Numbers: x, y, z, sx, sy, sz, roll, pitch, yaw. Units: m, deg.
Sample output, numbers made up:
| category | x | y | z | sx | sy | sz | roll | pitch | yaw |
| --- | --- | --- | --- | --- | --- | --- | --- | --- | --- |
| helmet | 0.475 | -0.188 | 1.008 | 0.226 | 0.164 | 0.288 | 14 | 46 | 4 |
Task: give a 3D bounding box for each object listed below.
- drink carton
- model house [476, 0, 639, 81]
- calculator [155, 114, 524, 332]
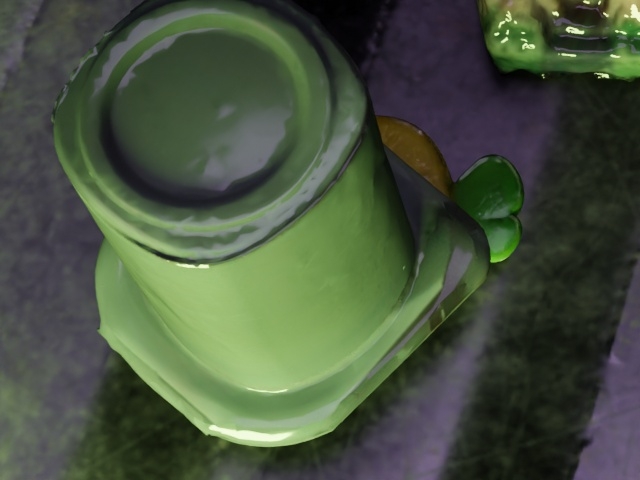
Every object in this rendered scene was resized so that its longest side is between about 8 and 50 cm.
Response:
| category | x | y | z | sx | sy | sz | roll | pitch | yaw |
| --- | --- | --- | --- | --- | --- | --- | --- | --- | --- |
| drink carton | -0.035 | -0.015 | 0.943 | 0.191 | 0.189 | 0.185 | -42 | 70 | -9 |
| model house | 0.197 | -0.229 | 1.019 | 0.237 | 0.237 | 0.202 | 5 | 64 | 9 |
| calculator | 0.000 | 0.000 | 1.048 | 0.235 | 0.032 | 0.146 | -8 | 64 | 5 |
